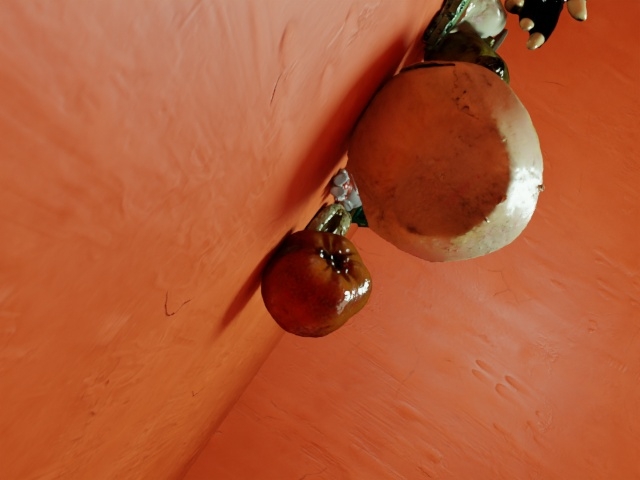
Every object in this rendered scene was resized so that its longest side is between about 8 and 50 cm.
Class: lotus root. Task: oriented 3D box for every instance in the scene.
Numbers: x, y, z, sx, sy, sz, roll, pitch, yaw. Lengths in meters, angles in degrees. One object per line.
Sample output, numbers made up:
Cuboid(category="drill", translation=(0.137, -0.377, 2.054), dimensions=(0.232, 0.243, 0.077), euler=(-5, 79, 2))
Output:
Cuboid(category="lotus root", translation=(0.289, -0.336, 1.371), dimensions=(0.173, 0.173, 0.309), euler=(-57, -173, 20))

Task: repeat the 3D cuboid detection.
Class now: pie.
Cuboid(category="pie", translation=(0.000, 0.000, 1.553), dimensions=(0.193, 0.079, 0.163), euler=(-53, 179, -14))

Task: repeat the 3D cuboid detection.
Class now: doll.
Cuboid(category="doll", translation=(0.060, -0.109, 1.443), dimensions=(0.180, 0.079, 0.094), euler=(6, 95, -70))

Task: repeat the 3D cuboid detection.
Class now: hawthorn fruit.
Cuboid(category="hawthorn fruit", translation=(-0.028, 0.101, 1.337), dimensions=(0.243, 0.207, 0.207), euler=(-54, 178, 42))

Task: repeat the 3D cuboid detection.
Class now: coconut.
Cuboid(category="coconut", translation=(0.214, -0.139, 1.201), dimensions=(0.353, 0.352, 0.352), euler=(-55, 175, -7))

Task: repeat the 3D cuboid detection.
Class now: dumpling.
Cuboid(category="dumpling", translation=(0.329, -0.471, 1.489), dimensions=(0.134, 0.100, 0.169), euler=(-26, -165, 22))

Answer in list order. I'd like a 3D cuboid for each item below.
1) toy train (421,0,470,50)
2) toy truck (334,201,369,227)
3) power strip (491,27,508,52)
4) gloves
Cuboid(category="toy train", translation=(0.236, -0.413, 1.272), dimensions=(0.148, 0.038, 0.071), euler=(-56, 175, 21))
Cuboid(category="toy truck", translation=(0.116, -0.109, 1.688), dimensions=(0.110, 0.116, 0.216), euler=(-52, 174, -33))
Cuboid(category="power strip", translation=(0.414, -0.512, 2.056), dimensions=(0.257, 0.092, 0.251), euler=(-53, -177, -37))
Cuboid(category="gloves", translation=(0.476, -0.541, 1.476), dimensions=(0.301, 0.197, 0.152), euler=(-68, 154, -23))
